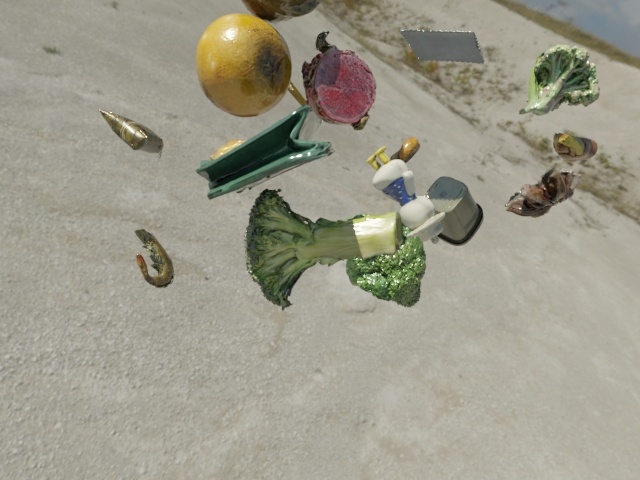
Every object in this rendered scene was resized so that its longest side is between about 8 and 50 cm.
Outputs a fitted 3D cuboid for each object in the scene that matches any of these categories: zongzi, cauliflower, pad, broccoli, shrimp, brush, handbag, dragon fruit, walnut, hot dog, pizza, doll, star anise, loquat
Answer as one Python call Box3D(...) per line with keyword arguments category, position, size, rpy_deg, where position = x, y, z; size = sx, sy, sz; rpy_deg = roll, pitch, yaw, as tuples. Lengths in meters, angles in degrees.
Box3D(category="zongzi", position=(-0.641, -0.374, 1.539), size=(0.184, 0.084, 0.187), rpy_deg=(38, 5, 3))
Box3D(category="cauliflower", position=(0.779, -0.508, 1.514), size=(0.239, 0.315, 0.256), rpy_deg=(41, -11, -10))
Box3D(category="pad", position=(0.450, -0.707, 1.636), size=(0.269, 0.012, 0.270), rpy_deg=(16, 5, 26))
Box3D(category="broccoli", position=(0.240, 0.071, 1.666), size=(0.413, 0.310, 0.321), rpy_deg=(56, -8, 1))
Box3D(category="shrimp", position=(-0.658, 0.078, 1.742), size=(0.253, 0.058, 0.173), rpy_deg=(62, 27, -26))
Box3D(category="brush", position=(-0.063, -0.517, 1.696), size=(0.010, 0.082, 0.218), rpy_deg=(13, -24, 50))
Box3D(category="handbag", position=(-0.095, -0.165, 0.883), size=(0.326, 0.239, 0.089), rpy_deg=(-78, 144, -80))
Box3D(category="dragon fruit", position=(0.048, -0.449, 1.302), size=(0.282, 0.211, 0.147), rpy_deg=(62, -14, -15))
Box3D(category="broccoli", position=(-0.004, -0.021, 1.014), size=(0.252, 0.362, 0.221), rpy_deg=(65, 6, 14))
Box3D(category="walnut", position=(-0.103, -0.697, 1.171), size=(0.248, 0.248, 0.248), rpy_deg=(31, 22, -15))
Box3D(category="hot dog", position=(0.927, -0.334, 1.636), size=(0.262, 0.093, 0.123), rpy_deg=(-1, 17, -34))
Box3D(category="pizza", position=(-0.237, -0.274, 1.487), size=(0.056, 0.271, 0.134), rpy_deg=(65, 22, -68))
Box3D(category="doll", position=(0.229, -0.114, 1.190), size=(0.119, 0.138, 0.293), rpy_deg=(-33, 88, -30))
Box3D(category="hot dog", position=(0.338, -0.351, 1.778), size=(0.060, 0.140, 0.090), rpy_deg=(37, -3, 20))
Box3D(category="star anise", position=(0.640, -0.135, 1.273), size=(0.236, 0.229, 0.093), rpy_deg=(-20, 67, -23))
Box3D(category="loquat", position=(-0.201, -0.464, 1.195), size=(0.263, 0.263, 0.263), rpy_deg=(31, 22, -15))

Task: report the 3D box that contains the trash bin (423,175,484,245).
Box3D(category="trash bin", position=(0.586, -0.140, 2.014), size=(0.220, 0.219, 0.250), rpy_deg=(33, -8, 41))
